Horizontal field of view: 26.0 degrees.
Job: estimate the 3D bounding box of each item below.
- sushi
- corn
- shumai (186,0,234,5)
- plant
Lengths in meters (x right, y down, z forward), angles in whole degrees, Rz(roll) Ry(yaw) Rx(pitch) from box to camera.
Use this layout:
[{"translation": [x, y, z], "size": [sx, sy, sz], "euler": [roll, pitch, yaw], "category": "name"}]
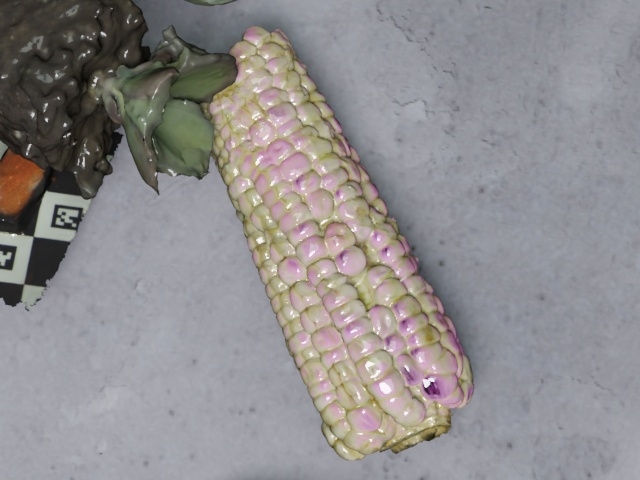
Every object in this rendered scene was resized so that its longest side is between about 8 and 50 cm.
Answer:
[{"translation": [-0.307, -0.070, 1.035], "size": [0.280, 0.043, 0.192], "euler": [21, 56, 2], "category": "sushi"}, {"translation": [0.002, -0.001, 1.029], "size": [0.127, 0.126, 0.335], "euler": [-24, 81, -6], "category": "corn"}, {"translation": [-0.108, -0.321, 1.037], "size": [0.225, 0.222, 0.260], "euler": [4, 83, -1], "category": "shumai"}, {"translation": [-0.167, -0.111, 0.988], "size": [0.203, 0.131, 0.142], "euler": [26, 66, 20], "category": "plant"}]
